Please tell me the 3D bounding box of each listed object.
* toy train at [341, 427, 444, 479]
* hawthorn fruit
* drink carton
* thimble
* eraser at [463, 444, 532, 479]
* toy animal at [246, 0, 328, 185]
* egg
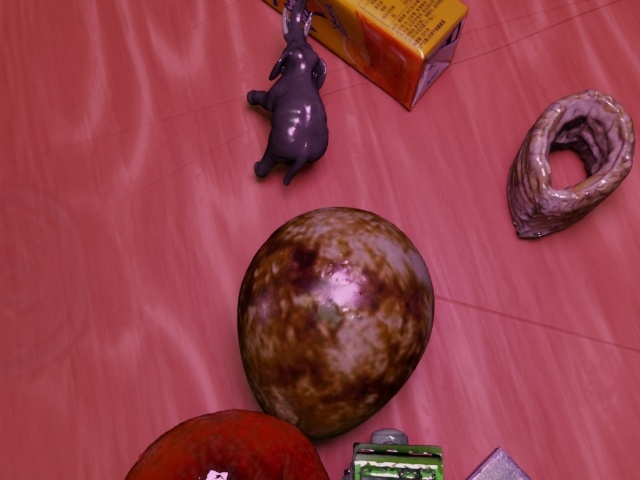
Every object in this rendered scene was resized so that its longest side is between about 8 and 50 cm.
[{"bbox_3d":[0.084,0.344,0.809,0.132,0.188,0.243,2,75,3],"label":"toy train"},{"bbox_3d":[-0.125,0.322,0.785,0.254,0.300,0.254,17,62,-34],"label":"hawthorn fruit"},{"bbox_3d":[0.034,-0.360,1.024,0.351,0.154,0.111,39,76,11],"label":"drink carton"},{"bbox_3d":[0.330,-0.097,0.947,0.137,0.143,0.190,36,79,10],"label":"thimble"},{"bbox_3d":[0.266,0.369,0.869,0.092,0.046,0.212,-41,78,-9],"label":"eraser"},{"bbox_3d":[-0.043,-0.211,0.985,0.082,0.137,0.270,4,82,-30],"label":"toy animal"},{"bbox_3d":[0.011,0.101,0.855,0.238,0.238,0.290,23,91,8],"label":"egg"}]
